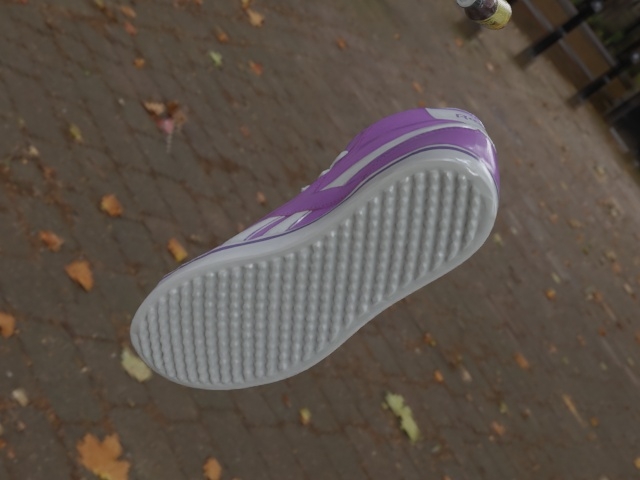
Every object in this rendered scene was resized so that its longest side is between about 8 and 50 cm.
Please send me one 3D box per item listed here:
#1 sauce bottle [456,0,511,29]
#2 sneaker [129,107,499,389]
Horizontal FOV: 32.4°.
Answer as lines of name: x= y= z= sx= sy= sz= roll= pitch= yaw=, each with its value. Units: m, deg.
sauce bottle: x=0.192 y=-0.279 z=1.312 sx=0.042 sy=0.042 sz=0.128 roll=59 pitch=24 yaw=15
sneaker: x=0.001 y=0.001 z=0.780 sx=0.102 sy=0.282 sz=0.161 roll=57 pitch=20 yaw=-21
